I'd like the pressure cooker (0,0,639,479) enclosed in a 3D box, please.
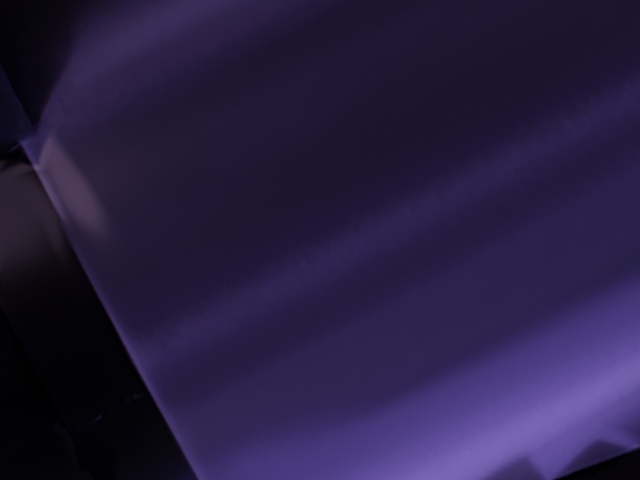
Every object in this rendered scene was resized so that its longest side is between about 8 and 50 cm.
[{"bbox_3d":[-0.002,-0.004,0.621,0.420,0.375,0.370,-28,106,-5],"label":"pressure cooker"}]
